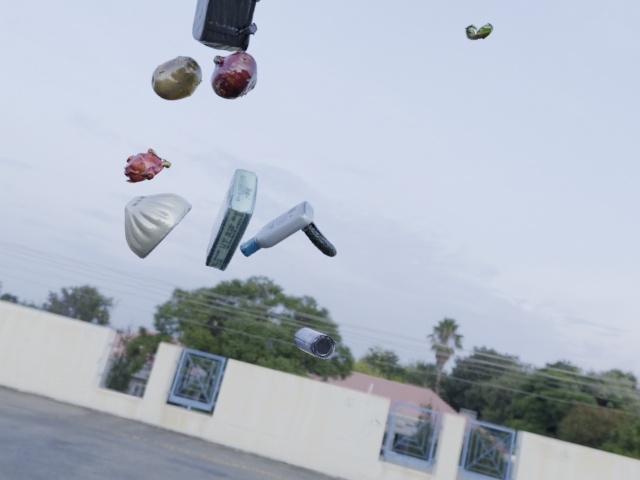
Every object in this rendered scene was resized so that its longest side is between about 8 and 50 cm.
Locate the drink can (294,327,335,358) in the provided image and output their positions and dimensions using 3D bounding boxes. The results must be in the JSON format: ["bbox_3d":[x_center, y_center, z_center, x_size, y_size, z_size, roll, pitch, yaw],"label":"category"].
[{"bbox_3d":[-0.026,0.407,2.257,0.097,0.097,0.235,19,-7,-19],"label":"drink can"}]

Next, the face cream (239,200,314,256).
[{"bbox_3d":[-0.180,-0.037,2.294,0.337,0.163,0.080,-31,-70,17],"label":"face cream"}]

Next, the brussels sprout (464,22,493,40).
[{"bbox_3d":[0.479,-0.633,1.719,0.084,0.050,0.046,9,-3,38],"label":"brussels sprout"}]

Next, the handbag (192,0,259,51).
[{"bbox_3d":[-0.299,-0.742,1.828,0.182,0.254,0.181,5,17,-32],"label":"handbag"}]

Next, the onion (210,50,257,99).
[{"bbox_3d":[-0.178,-0.337,1.149,0.107,0.107,0.097,-2,-40,49],"label":"onion"}]

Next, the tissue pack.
[{"bbox_3d":[-0.322,-0.073,2.053,0.103,0.227,0.315,17,-49,-17],"label":"tissue pack"}]

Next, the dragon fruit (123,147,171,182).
[{"bbox_3d":[-0.491,-0.209,1.559,0.127,0.112,0.068,6,-48,36],"label":"dragon fruit"}]

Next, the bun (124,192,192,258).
[{"bbox_3d":[-0.585,-0.079,1.945,0.175,0.263,0.263,42,-22,-13],"label":"bun"}]

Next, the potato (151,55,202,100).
[{"bbox_3d":[-0.485,-0.546,1.918,0.176,0.137,0.137,-24,-13,-6],"label":"potato"}]

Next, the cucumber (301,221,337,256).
[{"bbox_3d":[-0.002,0.002,2.404,0.067,0.067,0.245,1,-38,43],"label":"cucumber"}]
